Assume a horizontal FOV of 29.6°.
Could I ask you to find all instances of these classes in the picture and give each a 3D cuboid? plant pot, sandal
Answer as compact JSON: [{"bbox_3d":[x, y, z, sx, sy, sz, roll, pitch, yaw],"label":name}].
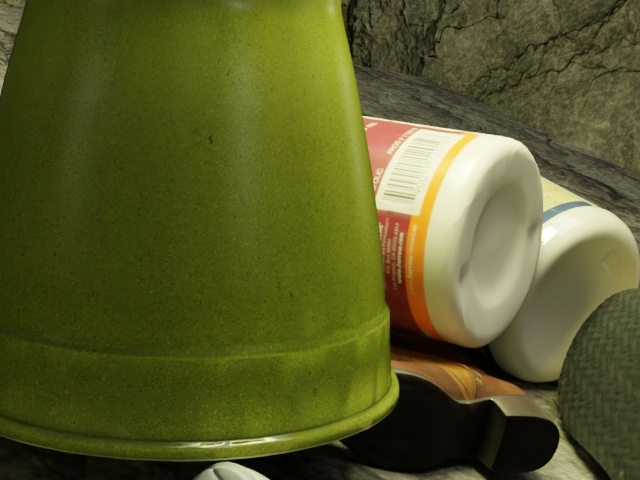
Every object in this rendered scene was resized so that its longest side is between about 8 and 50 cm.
[{"bbox_3d":[-0.112,-0.057,0.964,0.367,0.353,0.366,2,10,0],"label":"plant pot"},{"bbox_3d":[0.355,0.201,1.240,0.107,0.167,0.445,40,18,-20],"label":"sandal"}]

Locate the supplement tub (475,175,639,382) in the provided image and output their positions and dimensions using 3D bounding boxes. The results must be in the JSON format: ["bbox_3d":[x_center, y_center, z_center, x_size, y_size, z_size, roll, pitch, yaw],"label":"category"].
[{"bbox_3d":[0.214,0.012,1.524,0.228,0.228,0.316,6,20,-39],"label":"supplement tub"}]

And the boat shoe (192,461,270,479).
[{"bbox_3d":[-0.014,0.248,0.724,0.094,0.109,0.302,39,6,-34],"label":"boat shoe"}]

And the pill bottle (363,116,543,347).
[{"bbox_3d":[0.026,-0.028,1.346,0.392,0.224,0.224,12,9,33],"label":"pill bottle"}]

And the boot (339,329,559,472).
[{"bbox_3d":[0.071,0.124,1.224,0.264,0.096,0.280,6,16,-24],"label":"boot"}]
